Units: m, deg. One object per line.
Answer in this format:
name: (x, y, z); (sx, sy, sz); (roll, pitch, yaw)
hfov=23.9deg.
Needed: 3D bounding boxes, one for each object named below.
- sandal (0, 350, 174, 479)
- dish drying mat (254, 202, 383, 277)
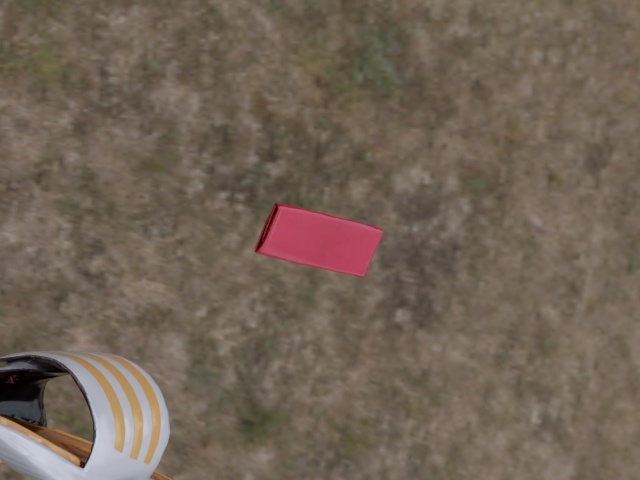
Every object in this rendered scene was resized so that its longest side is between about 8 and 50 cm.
sandal: (-0.126, 0.100, 0.842); (0.076, 0.102, 0.265); (-65, 158, -8)
dish drying mat: (0.000, 0.000, 0.856); (0.083, 0.008, 0.032); (13, 103, -43)
